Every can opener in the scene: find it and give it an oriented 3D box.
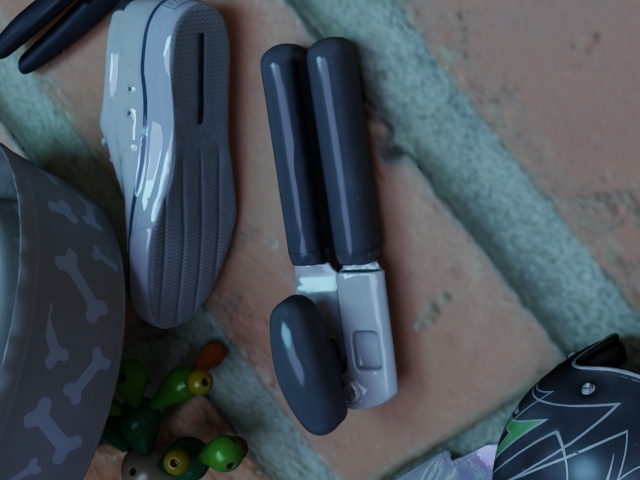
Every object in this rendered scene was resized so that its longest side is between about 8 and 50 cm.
[{"bbox_3d":[-0.194,-0.191,0.791,0.059,0.073,0.186,31,128,-29],"label":"can opener"},{"bbox_3d":[0.000,0.000,0.723,0.076,0.095,0.284,-2,104,25],"label":"can opener"}]

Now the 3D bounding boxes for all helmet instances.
[{"bbox_3d":[0.190,0.151,0.637,0.169,0.161,0.170,7,107,23],"label":"helmet"}]

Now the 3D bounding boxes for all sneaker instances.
[{"bbox_3d":[-0.124,-0.062,0.779,0.091,0.094,0.258,18,108,38],"label":"sneaker"}]

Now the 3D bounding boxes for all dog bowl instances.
[{"bbox_3d":[-0.276,0.094,0.789,0.348,0.102,0.349,-22,60,44],"label":"dog bowl"}]

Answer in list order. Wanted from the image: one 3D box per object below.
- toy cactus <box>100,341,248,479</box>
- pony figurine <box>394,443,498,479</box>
[{"bbox_3d":[-0.151,0.162,0.857,0.218,0.112,0.181,12,129,20],"label":"toy cactus"},{"bbox_3d":[0.037,0.350,0.705,0.351,0.363,0.303,-25,86,14],"label":"pony figurine"}]
